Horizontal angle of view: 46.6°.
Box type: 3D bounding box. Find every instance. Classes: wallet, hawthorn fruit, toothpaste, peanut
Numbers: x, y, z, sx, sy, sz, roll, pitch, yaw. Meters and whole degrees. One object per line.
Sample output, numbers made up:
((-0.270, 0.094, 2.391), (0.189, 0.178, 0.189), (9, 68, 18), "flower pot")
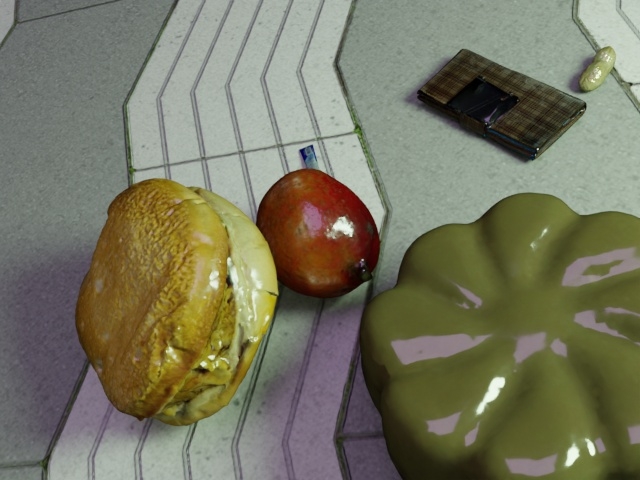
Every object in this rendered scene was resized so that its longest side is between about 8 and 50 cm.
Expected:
((0.267, -0.210, 1.117), (0.124, 0.042, 0.230), (-43, 56, -17), "wallet")
((0.000, 0.000, 0.973), (0.169, 0.169, 0.188), (-33, 41, -7), "hawthorn fruit")
((-0.013, -0.122, 1.164), (0.024, 0.015, 0.083), (-23, 47, 3), "toothpaste")
((0.413, -0.255, 1.106), (0.037, 0.037, 0.083), (22, 69, 29), "peanut")

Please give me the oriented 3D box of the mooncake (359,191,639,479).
((0.225, 0.128, 0.794), (0.378, 0.201, 0.378), (-8, 54, 11), "mooncake")

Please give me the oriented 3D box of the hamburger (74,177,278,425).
((-0.194, 0.074, 0.944), (0.314, 0.170, 0.290), (42, 106, 42), "hamburger")
